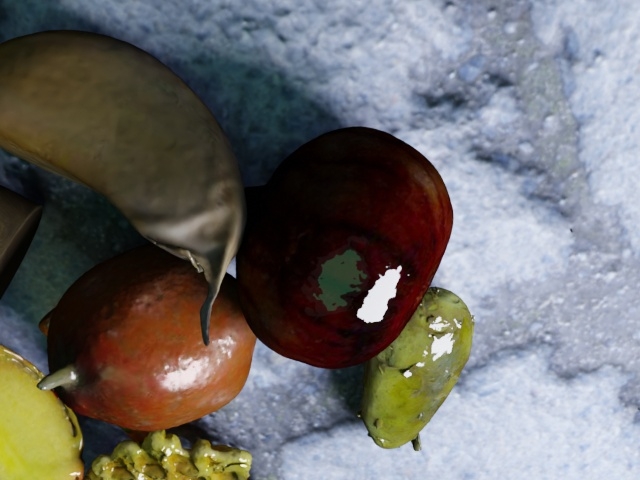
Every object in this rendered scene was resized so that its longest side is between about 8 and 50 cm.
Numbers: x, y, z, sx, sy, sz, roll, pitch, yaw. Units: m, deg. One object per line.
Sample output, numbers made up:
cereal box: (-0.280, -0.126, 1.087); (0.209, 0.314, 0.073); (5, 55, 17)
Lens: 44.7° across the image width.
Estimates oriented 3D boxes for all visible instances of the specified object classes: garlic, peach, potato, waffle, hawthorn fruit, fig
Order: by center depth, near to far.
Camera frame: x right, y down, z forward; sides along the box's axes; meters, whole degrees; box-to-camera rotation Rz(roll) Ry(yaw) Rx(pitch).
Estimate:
garlic: (-0.175, -0.054, 0.717); (0.338, 0.196, 0.151); (41, 131, 8)
fig: (0.015, 0.007, 0.744); (0.235, 0.235, 0.214); (-42, 94, 17)
hawthorn fruit: (-0.182, 0.107, 0.775); (0.200, 0.251, 0.199); (8, 107, 27)
peach: (-0.391, 0.211, 0.877); (0.154, 0.158, 0.267); (-29, 110, 25)
potato: (0.102, 0.149, 0.879); (0.118, 0.090, 0.225); (1, 122, -23)
waffle: (-0.164, 0.322, 0.951); (0.291, 0.051, 0.291); (0, 132, 0)

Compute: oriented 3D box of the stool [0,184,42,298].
stool: (-0.437, -0.019, 0.760); (0.264, 0.179, 0.179); (29, 112, -12)

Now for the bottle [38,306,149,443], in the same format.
bottle: (-0.249, 0.151, 0.898); (0.069, 0.069, 0.187); (-34, 108, 15)
